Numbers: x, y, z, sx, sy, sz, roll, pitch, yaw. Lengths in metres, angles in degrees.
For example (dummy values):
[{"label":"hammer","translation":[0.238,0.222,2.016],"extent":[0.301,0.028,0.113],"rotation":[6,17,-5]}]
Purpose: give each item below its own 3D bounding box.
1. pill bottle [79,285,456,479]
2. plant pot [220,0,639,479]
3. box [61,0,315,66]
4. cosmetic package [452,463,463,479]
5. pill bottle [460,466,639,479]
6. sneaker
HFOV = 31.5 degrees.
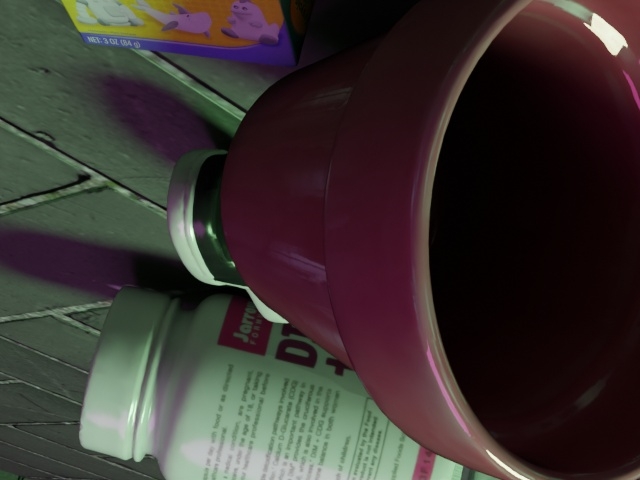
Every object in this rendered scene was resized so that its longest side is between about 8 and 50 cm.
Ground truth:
[{"label":"pill bottle","translation":[-0.037,0.133,0.910],"extent":[0.283,0.160,0.160],"rotation":[13,158,-1]},{"label":"plant pot","translation":[0.057,-0.013,0.483],"extent":[0.201,0.201,0.180],"rotation":[30,168,-36]},{"label":"box","translation":[-0.065,-0.134,0.432],"extent":[0.105,0.043,0.179],"rotation":[8,156,12]},{"label":"cosmetic package","translation":[0.167,0.367,1.201],"extent":[0.377,0.284,0.097],"rotation":[25,155,-26]},{"label":"pill bottle","translation":[0.283,0.246,0.976],"extent":[0.322,0.182,0.181],"rotation":[12,158,3]},{"label":"sneaker","translation":[0.000,0.000,0.690],"extent":[0.121,0.079,0.217],"rotation":[2,164,18]}]
